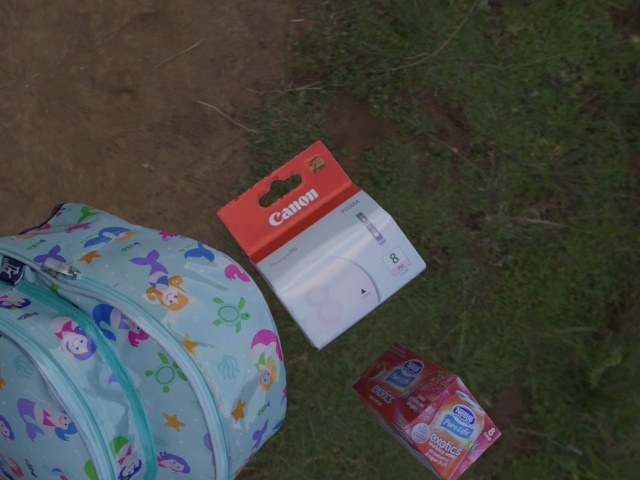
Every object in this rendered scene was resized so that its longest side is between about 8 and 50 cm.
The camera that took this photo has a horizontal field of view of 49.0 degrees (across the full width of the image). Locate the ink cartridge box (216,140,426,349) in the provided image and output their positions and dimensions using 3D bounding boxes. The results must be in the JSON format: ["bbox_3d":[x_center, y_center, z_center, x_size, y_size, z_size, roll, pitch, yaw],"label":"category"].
[{"bbox_3d":[0.000,0.000,0.949,0.189,0.066,0.232,-36,91,-12],"label":"ink cartridge box"}]

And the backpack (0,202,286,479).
[{"bbox_3d":[-0.159,0.099,0.558,0.191,0.253,0.225,-45,138,-50],"label":"backpack"}]

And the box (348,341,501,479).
[{"bbox_3d":[0.165,0.279,1.176,0.122,0.257,0.128,-40,104,-10],"label":"box"}]
